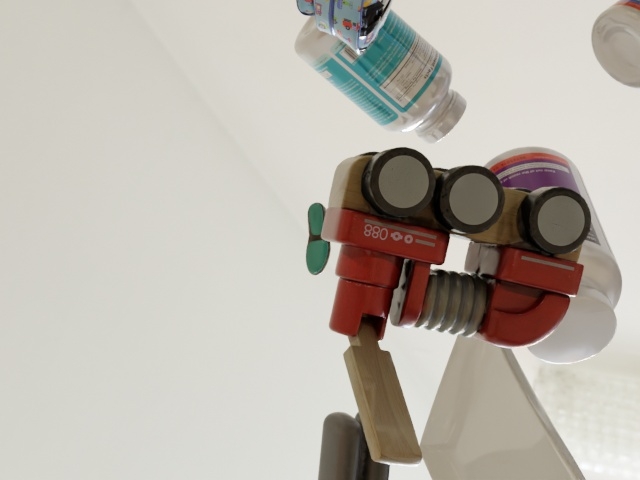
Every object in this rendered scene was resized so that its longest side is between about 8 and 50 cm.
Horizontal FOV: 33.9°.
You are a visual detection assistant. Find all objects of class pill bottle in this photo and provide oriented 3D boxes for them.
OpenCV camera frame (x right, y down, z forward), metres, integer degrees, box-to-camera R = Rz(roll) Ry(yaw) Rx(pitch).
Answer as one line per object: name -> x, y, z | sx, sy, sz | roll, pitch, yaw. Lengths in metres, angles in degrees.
pill bottle -> 0.322, 0.019, 1.515 | 0.323, 0.182, 0.181 | -94, -14, -50
pill bottle -> 0.099, -0.263, 1.605 | 0.264, 0.146, 0.146 | 39, -121, -18
pill bottle -> 0.490, -0.314, 1.456 | 0.221, 0.124, 0.124 | -36, -51, -23

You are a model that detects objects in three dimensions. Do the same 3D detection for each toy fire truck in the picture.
toy fire truck -> 0.104, 0.059, 0.891 | 0.217, 0.158, 0.246 | 13, -90, -13

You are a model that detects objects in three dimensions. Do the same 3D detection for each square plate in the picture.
square plate -> 0.249, 0.314, 1.442 | 0.049, 0.344, 0.347 | -5, -47, -19

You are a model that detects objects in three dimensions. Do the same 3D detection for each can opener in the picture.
can opener -> 0.013, 0.301, 1.072 | 0.076, 0.095, 0.283 | -2, -77, -31

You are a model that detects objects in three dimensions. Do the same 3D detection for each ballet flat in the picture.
ballet flat -> 0.000, 0.000, 1.615 | 0.041, 0.041, 0.114 | 22, -115, -57

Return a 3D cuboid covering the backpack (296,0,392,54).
backpack -> 0.032, -0.306, 1.206 | 0.158, 0.117, 0.173 | 96, -171, -52
